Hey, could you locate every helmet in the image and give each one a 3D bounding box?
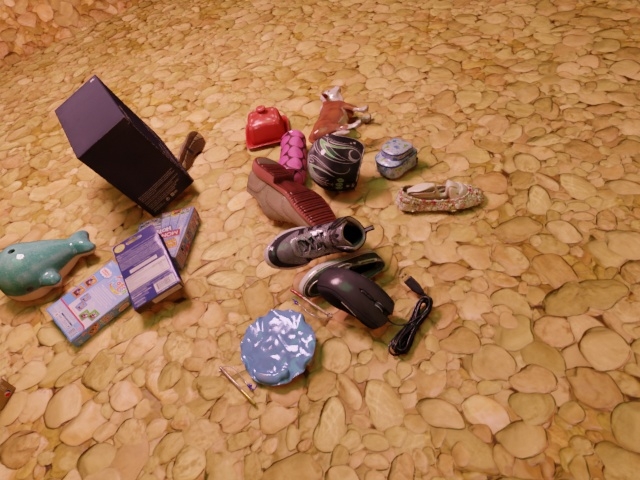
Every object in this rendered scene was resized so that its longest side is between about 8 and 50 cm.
[{"bbox_3d":[0.040,-0.228,1.398,0.161,0.169,0.169,13,51,3],"label":"helmet"}]

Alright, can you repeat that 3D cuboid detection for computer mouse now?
[{"bbox_3d":[0.134,0.116,1.081,0.262,0.060,0.184,38,62,14],"label":"computer mouse"}]

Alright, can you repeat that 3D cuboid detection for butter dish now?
[{"bbox_3d":[-0.196,-0.414,1.651,0.160,0.118,0.160,-12,48,2],"label":"butter dish"}]

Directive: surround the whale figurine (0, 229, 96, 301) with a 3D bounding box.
[{"bbox_3d":[-0.796,0.049,1.362,0.272,0.141,0.216,-33,49,-17],"label":"whale figurine"}]

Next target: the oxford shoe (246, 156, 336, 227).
[{"bbox_3d":[-0.083,-0.094,1.358,0.123,0.130,0.348,-12,50,-48],"label":"oxford shoe"}]

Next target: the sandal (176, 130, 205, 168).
[{"bbox_3d":[-0.469,-0.320,1.676,0.049,0.072,0.180,-10,48,34],"label":"sandal"}]

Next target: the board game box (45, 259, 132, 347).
[{"bbox_3d":[-0.608,0.164,1.282,0.160,0.039,0.211,31,63,33],"label":"board game box"}]

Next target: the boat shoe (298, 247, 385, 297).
[{"bbox_3d":[0.053,0.085,1.158,0.219,0.078,0.070,-26,31,-12],"label":"boat shoe"}]

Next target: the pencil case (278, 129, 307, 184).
[{"bbox_3d":[-0.095,-0.259,1.511,0.098,0.095,0.209,-34,35,33],"label":"pencil case"}]

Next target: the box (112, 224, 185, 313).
[{"bbox_3d":[-0.464,0.070,1.269,0.136,0.036,0.225,-32,59,-5],"label":"box"}]

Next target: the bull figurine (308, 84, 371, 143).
[{"bbox_3d":[0.063,-0.408,1.595,0.188,0.101,0.310,6,50,16],"label":"bull figurine"}]

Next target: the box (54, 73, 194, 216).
[{"bbox_3d":[-0.617,-0.296,1.492,0.179,0.312,0.343,-42,50,-3],"label":"box"}]

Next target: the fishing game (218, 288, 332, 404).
[{"bbox_3d":[-0.094,0.244,1.088,0.189,0.041,0.264,28,68,33],"label":"fishing game"}]

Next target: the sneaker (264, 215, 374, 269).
[{"bbox_3d":[0.000,0.000,1.155,0.268,0.153,0.101,-16,89,-21],"label":"sneaker"}]

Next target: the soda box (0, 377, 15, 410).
[{"bbox_3d":[-0.843,0.362,1.148,0.181,0.058,0.061,1,49,16],"label":"soda box"}]

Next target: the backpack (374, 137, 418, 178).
[{"bbox_3d":[0.222,-0.249,1.424,0.114,0.084,0.105,-40,50,-18],"label":"backpack"}]

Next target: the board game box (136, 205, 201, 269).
[{"bbox_3d":[-0.451,0.006,1.374,0.194,0.060,0.194,-13,46,1],"label":"board game box"}]

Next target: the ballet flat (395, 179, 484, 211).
[{"bbox_3d":[0.325,-0.124,1.292,0.240,0.077,0.091,-6,47,7],"label":"ballet flat"}]
